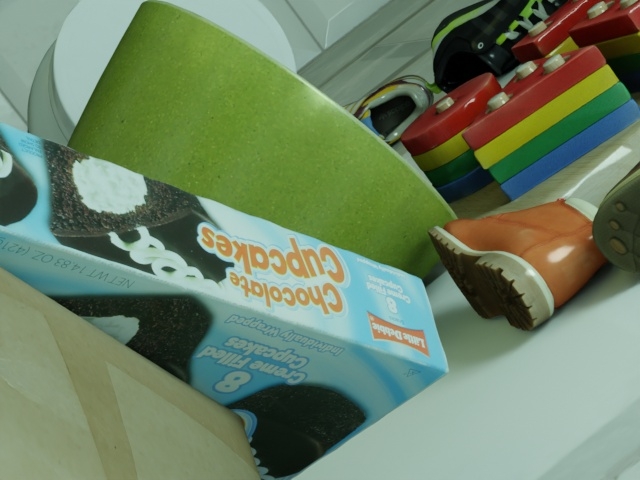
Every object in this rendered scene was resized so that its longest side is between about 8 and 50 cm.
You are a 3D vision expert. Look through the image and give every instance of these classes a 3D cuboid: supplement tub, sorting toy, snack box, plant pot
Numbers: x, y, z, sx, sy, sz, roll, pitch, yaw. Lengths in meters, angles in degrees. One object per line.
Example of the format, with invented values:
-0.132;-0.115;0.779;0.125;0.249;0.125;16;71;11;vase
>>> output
-0.149;-0.074;1.396;0.241;0.241;0.331;-42;-10;-25;supplement tub
0.182;-0.108;1.122;0.255;0.089;0.257;-40;11;-14;sorting toy
-0.121;0.046;0.659;0.187;0.322;0.060;-38;49;32;snack box
-0.099;0.035;1.046;0.293;0.275;0.275;-54;13;-6;plant pot

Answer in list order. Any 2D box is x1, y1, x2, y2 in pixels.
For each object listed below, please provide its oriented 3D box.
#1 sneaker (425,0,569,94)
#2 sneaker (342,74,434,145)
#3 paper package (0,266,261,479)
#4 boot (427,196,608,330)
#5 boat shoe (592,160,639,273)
0.207;-0.215;1.606;0.235;0.084;0.097;-28;37;43;sneaker
0.041;-0.123;1.699;0.185;0.069;0.084;-35;5;16;sneaker
-0.200;0.149;0.548;0.309;0.325;0.168;-34;52;13;paper package
0.124;0.006;0.928;0.085;0.059;0.158;-36;19;-11;boot
0.223;-0.051;0.814;0.178;0.064;0.060;-35;12;23;boat shoe
